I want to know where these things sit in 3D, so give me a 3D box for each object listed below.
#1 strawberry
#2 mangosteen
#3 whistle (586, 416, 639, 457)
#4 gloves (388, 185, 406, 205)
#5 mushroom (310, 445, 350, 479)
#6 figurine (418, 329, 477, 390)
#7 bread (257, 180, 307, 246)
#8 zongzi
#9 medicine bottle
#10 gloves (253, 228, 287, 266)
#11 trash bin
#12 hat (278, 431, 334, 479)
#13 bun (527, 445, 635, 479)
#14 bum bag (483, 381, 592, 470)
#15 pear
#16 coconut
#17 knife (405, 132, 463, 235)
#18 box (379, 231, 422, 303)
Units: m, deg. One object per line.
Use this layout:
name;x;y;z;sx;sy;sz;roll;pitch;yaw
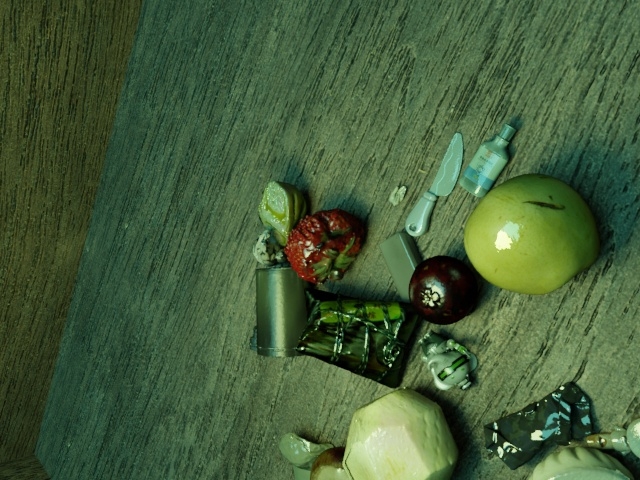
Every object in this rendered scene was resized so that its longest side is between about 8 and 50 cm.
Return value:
strawberry;-0.001;0.003;1.934;0.257;0.261;0.261;47;119;30
mangosteen;0.346;0.137;1.677;0.210;0.210;0.210;1;92;40
whistle;0.754;0.480;1.442;0.220;0.057;0.107;-23;70;42
gloves;0.236;-0.137;1.865;0.081;0.037;0.044;-41;102;17
mushroom;0.097;0.806;1.938;0.297;0.163;0.278;16;93;38
figurine;0.364;0.348;1.726;0.147;0.126;0.192;-44;75;11
bread;-0.114;-0.100;2.074;0.158;0.260;0.156;38;72;22
zongzi;0.083;0.257;1.861;0.362;0.383;0.319;-110;32;-61
medicine bottle;0.469;-0.224;1.658;0.090;0.054;0.208;42;116;31
gloves;-0.182;0.037;2.091;0.111;0.212;0.127;-32;75;10
trash bin;-0.126;0.238;2.073;0.252;0.203;0.301;-1;90;19
hat;-0.060;0.791;2.088;0.214;0.149;0.245;-11;74;40
bun;0.633;0.597;1.483;0.263;0.175;0.263;2;115;5
bum bag;0.571;0.496;1.580;0.310;0.074;0.137;-40;55;28
pear;0.517;-0.010;1.476;0.309;0.309;0.309;1;92;40
coconut;0.227;0.615;1.724;0.352;0.352;0.352;1;92;40
knife;0.352;-0.156;1.775;0.080;0.044;0.331;39;111;33
box;0.269;0.099;1.835;0.103;0.055;0.244;-33;70;36
